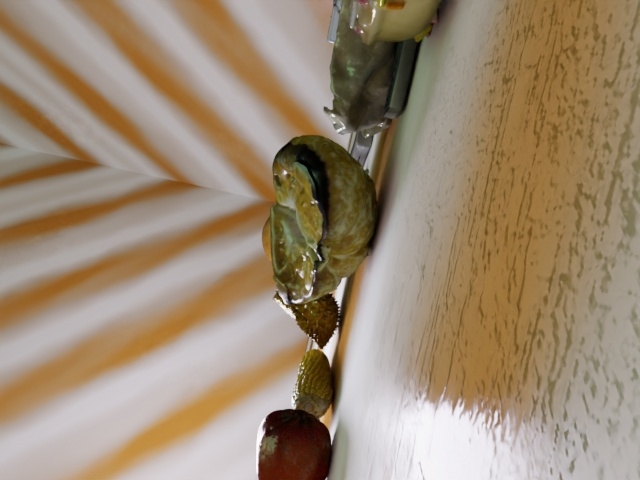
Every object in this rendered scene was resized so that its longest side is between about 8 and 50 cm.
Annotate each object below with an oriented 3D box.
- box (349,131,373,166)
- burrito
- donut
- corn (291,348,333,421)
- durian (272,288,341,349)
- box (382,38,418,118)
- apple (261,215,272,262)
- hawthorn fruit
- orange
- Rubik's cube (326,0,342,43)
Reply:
[{"bbox_3d":[0.139,-0.318,1.473,0.243,0.055,0.103,104,177,-74],"label":"box"},{"bbox_3d":[0.120,-0.407,0.957,0.190,0.135,0.331,-1,-78,-54],"label":"burrito"},{"bbox_3d":[0.144,-0.488,0.652,0.307,0.150,0.371,-111,33,-89],"label":"donut"},{"bbox_3d":[-0.014,0.358,1.056,0.293,0.106,0.106,-64,-13,-82],"label":"corn"},{"bbox_3d":[-0.028,0.183,1.200,0.250,0.183,0.138,29,114,42],"label":"durian"},{"bbox_3d":[0.168,-0.349,0.853,0.115,0.036,0.177,-73,-5,-82],"label":"box"},{"bbox_3d":[-0.054,-0.014,1.659,0.305,0.339,0.338,-32,42,61],"label":"apple"},{"bbox_3d":[-0.060,0.441,0.820,0.157,0.157,0.194,107,178,-77],"label":"hawthorn fruit"},{"bbox_3d":[0.006,-0.049,0.899,0.271,0.210,0.368,46,138,40],"label":"orange"},{"bbox_3d":[0.143,-0.664,1.189,0.205,0.207,0.205,-81,4,-60],"label":"Rubik's cube"}]
